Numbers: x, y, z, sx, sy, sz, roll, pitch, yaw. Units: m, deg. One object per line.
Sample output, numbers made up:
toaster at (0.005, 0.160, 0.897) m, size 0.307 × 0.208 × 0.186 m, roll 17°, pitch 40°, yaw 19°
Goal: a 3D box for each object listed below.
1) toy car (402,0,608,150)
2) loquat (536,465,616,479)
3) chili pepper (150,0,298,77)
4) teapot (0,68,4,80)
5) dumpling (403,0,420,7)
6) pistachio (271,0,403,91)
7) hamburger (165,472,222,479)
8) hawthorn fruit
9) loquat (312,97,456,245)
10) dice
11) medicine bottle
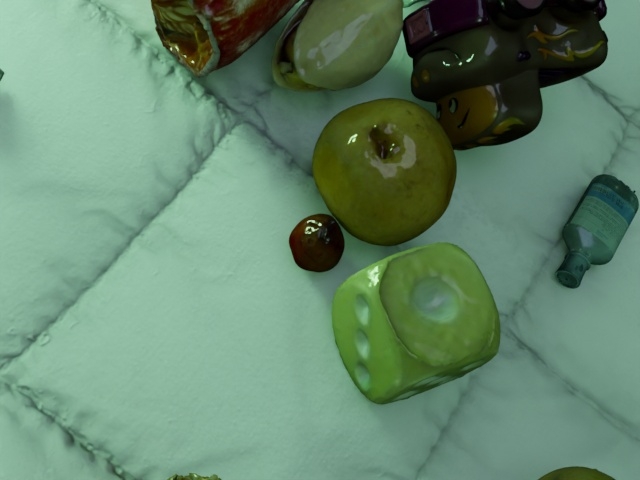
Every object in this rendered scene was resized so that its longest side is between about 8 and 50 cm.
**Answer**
toy car at (0.297, -0.276, 1.442) m, size 0.340 × 0.271 × 0.240 m, roll -13°, pitch 90°, yaw -25°
loquat at (0.328, 0.381, 1.205) m, size 0.204 × 0.149 × 0.172 m, roll 3°, pitch 67°, yaw -3°
chili pepper at (-0.133, -0.395, 1.325) m, size 0.305 × 0.251 × 0.229 m, roll -48°, pitch 109°, yaw -26°
teapot at (-0.471, -0.225, 1.240) m, size 0.088 × 0.066 × 0.057 m, roll 22°, pitch 80°, yaw -35°
dumpling at (0.183, -0.561, 1.540) m, size 0.270 × 0.212 × 0.321 m, roll -26°, pitch 90°, yaw 10°
pistachio at (0.028, -0.306, 1.397) m, size 0.157 × 0.157 × 0.229 m, roll 45°, pitch 66°, yaw 4°
hamburger at (-0.181, 0.390, 0.917) m, size 0.330 × 0.330 × 0.250 m, roll -32°, pitch 81°, yaw -29°
hawthorn fruit at (0.000, 0.000, 1.284) m, size 0.081 × 0.093 × 0.081 m, roll 8°, pitch 66°, yaw -18°
loquat at (0.090, -0.099, 1.310) m, size 0.208 × 0.208 × 0.208 m, roll 8°, pitch 65°, yaw -17°
dice at (0.124, 0.112, 1.236) m, size 0.169 × 0.169 × 0.166 m, roll -14°, pitch 72°, yaw -24°
medicine bottle at (0.433, -0.012, 1.471) m, size 0.090 × 0.054 × 0.208 m, roll 39°, pitch 62°, yaw -2°
